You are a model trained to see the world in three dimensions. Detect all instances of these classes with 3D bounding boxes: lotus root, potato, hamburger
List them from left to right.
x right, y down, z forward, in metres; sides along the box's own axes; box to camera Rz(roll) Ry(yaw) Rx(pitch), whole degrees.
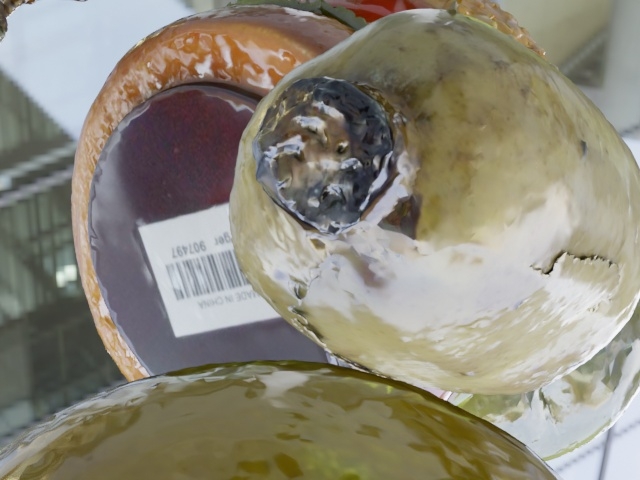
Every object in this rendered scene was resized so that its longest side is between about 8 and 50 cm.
[{"bbox_3d":[0.016,-0.022,1.205,0.330,0.330,0.250,28,-149,27],"label":"hamburger"},{"bbox_3d":[0.053,-0.013,0.803,0.146,0.160,0.284,42,-171,27],"label":"lotus root"},{"bbox_3d":[0.155,0.094,1.432,0.248,0.169,0.143,-23,-162,-16],"label":"potato"}]

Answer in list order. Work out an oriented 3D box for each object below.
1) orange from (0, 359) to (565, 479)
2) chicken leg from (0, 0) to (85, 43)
[{"bbox_3d":[-0.027,0.166,0.442,0.235,0.279,0.279,13,-146,-29],"label":"orange"},{"bbox_3d":[-0.218,-0.220,1.454,0.107,0.087,0.251,-17,-160,47],"label":"chicken leg"}]
